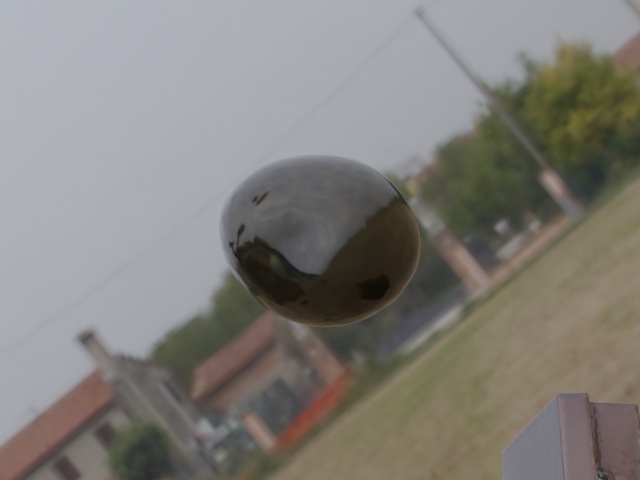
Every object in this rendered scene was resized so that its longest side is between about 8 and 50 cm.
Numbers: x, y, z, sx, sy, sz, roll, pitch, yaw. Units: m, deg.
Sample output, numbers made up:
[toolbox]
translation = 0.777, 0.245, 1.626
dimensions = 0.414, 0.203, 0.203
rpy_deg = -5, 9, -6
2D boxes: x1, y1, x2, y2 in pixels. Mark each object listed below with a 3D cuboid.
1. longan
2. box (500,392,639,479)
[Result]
[longan]
translation = 0.000, 0.000, 1.809
dimensions = 0.212, 0.198, 0.198
rpy_deg = 4, 6, 10
[box]
translation = 0.252, 0.280, 1.715
dimensions = 0.086, 0.215, 0.215
rpy_deg = 3, -24, -10
